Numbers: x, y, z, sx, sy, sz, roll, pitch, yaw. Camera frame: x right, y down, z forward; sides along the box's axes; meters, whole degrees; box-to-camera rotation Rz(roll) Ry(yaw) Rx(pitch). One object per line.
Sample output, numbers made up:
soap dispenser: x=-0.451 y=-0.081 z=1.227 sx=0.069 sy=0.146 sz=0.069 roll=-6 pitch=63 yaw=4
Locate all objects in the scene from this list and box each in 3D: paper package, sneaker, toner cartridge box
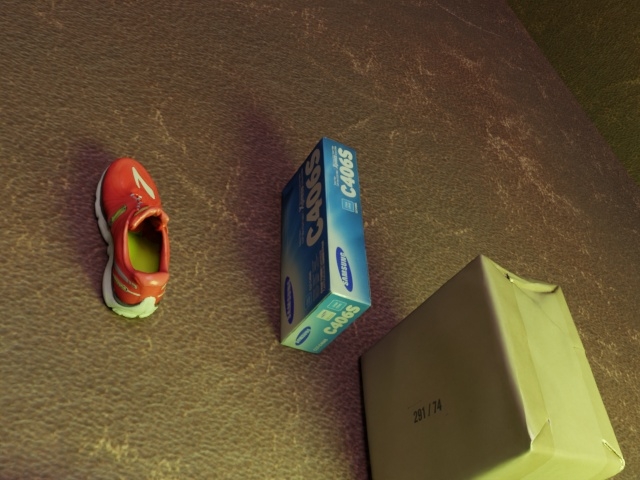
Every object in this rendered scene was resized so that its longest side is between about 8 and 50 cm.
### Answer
paper package: x=0.217 y=0.238 z=0.941 sx=0.168 sy=0.325 sz=0.309 roll=19 pitch=44 yaw=-25
sneaker: x=-0.263 y=-0.024 z=0.955 sx=0.107 sy=0.118 sz=0.279 roll=7 pitch=51 yaw=-35
toner cartridge box: x=0.000 y=0.000 z=1.104 sx=0.075 sy=0.165 sz=0.347 roll=19 pitch=45 yaw=-23
